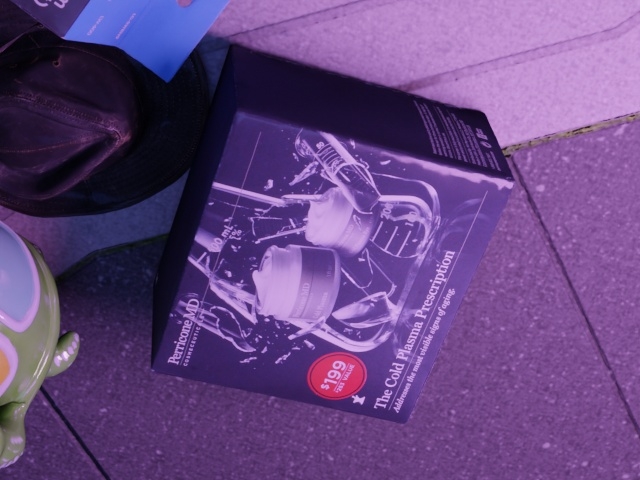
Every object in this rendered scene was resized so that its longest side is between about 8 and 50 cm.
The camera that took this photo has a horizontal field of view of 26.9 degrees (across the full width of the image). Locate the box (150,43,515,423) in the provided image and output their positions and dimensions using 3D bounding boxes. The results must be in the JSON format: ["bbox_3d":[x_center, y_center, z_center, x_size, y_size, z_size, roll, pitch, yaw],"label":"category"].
[{"bbox_3d":[0.000,0.000,1.511,0.312,0.179,0.343,13,119,-13],"label":"box"}]

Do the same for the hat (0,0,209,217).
[{"bbox_3d":[-0.289,-0.133,1.466,0.331,0.134,0.331,0,119,-1],"label":"hat"}]

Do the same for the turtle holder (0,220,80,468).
[{"bbox_3d":[-0.428,0.108,1.482,0.243,0.320,0.227,-3,158,18],"label":"turtle holder"}]

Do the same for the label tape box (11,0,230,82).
[{"bbox_3d":[-0.224,-0.335,1.329,0.334,0.106,0.240,36,107,-11],"label":"label tape box"}]
